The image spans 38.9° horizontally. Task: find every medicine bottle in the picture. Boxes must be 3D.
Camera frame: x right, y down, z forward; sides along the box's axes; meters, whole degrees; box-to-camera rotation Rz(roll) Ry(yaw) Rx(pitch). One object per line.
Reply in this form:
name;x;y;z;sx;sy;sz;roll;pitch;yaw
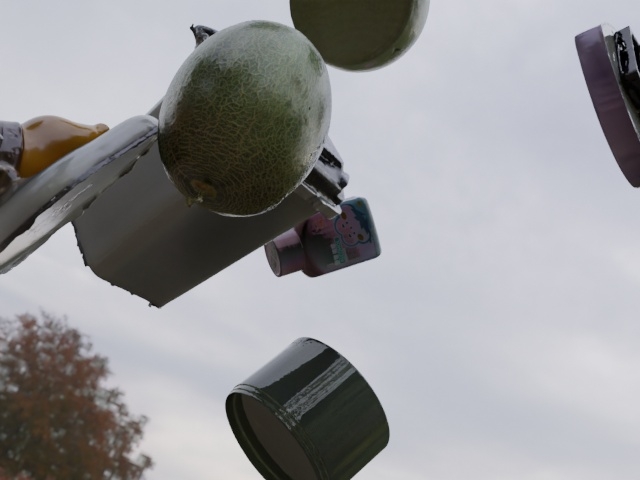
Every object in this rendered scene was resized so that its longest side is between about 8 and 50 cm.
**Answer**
medicine bottle;0.000;0.000;1.599;0.188;0.119;0.094;-17;4;-19

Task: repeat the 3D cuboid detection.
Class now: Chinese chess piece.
Chinese chess piece;0.068;-0.419;1.578;0.250;0.250;0.101;9;10;26

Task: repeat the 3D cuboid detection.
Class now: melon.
melon;-0.063;-0.097;0.744;0.139;0.192;0.139;17;-34;12

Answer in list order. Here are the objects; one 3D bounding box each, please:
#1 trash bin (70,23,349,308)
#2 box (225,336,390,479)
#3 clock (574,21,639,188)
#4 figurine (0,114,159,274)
trash bin;-0.182;-0.094;1.315;0.367;0.256;0.296;-36;-33;13
box;-0.024;0.285;1.424;0.226;0.149;0.226;35;-36;31
clock;0.332;-0.162;0.970;0.064;0.198;0.172;-21;-56;27
figurine;-0.259;-0.070;0.749;0.141;0.250;0.166;47;-45;-4
